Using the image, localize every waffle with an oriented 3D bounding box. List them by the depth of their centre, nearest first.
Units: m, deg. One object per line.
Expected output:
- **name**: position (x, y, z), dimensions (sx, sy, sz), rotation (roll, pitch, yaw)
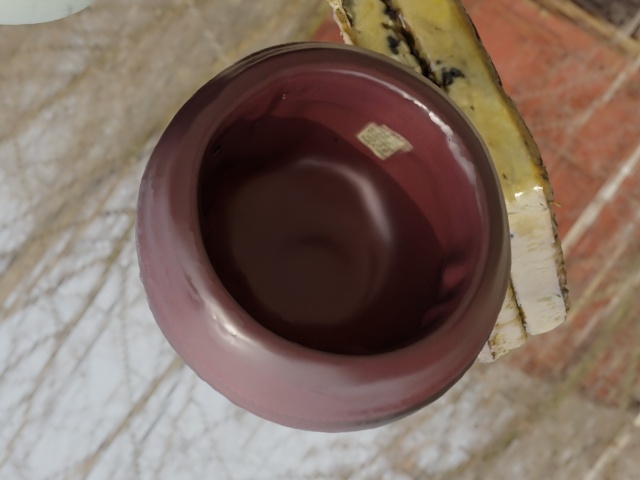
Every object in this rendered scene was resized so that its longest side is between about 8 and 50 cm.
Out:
- **waffle**: position (0.101, -0.051, 1.234), dimensions (0.308, 0.091, 0.213), rotation (65, -178, -67)

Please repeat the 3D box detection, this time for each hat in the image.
- **hat**: position (0.000, 0.000, 0.855), dimensions (0.205, 0.205, 0.089), rotation (35, 154, -4)

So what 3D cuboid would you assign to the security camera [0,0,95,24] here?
- **security camera**: position (-0.128, -0.228, 0.964), dimensions (0.197, 0.277, 0.191), rotation (59, 165, -19)
